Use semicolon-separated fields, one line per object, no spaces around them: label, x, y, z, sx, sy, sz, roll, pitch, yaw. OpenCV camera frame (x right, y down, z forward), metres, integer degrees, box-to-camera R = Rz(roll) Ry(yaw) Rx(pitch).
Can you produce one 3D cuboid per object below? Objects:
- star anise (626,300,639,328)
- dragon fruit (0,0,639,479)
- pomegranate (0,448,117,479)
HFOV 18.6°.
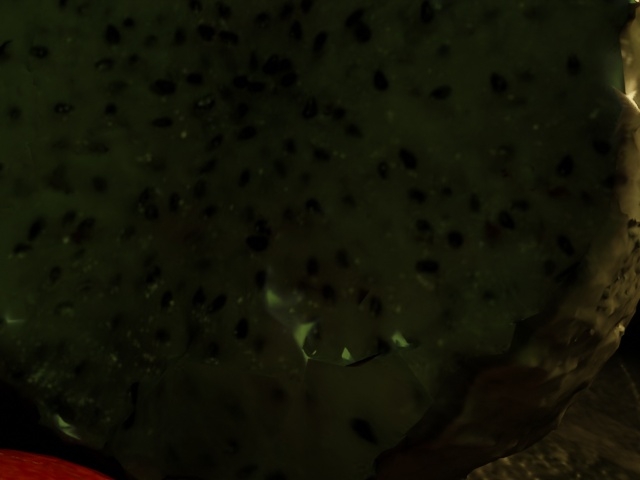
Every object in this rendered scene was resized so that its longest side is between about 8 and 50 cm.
star anise;0.190;0.010;0.988;0.205;0.061;0.180;9;30;-21
dragon fruit;0.000;0.000;0.747;0.283;0.203;0.221;9;-5;22
pomegranate;-0.084;0.155;0.402;0.210;0.210;0.235;11;55;-19
